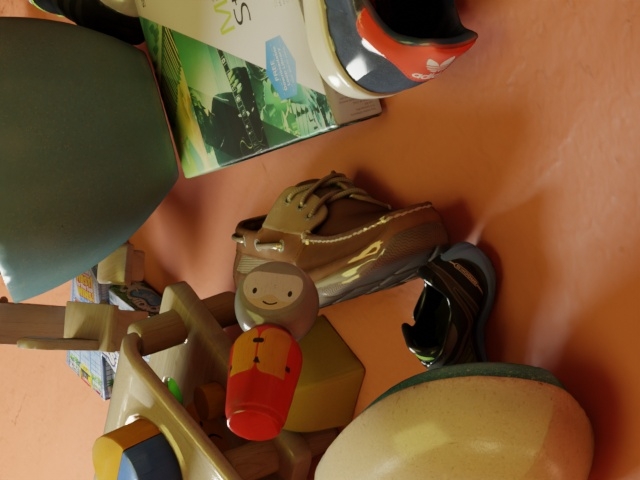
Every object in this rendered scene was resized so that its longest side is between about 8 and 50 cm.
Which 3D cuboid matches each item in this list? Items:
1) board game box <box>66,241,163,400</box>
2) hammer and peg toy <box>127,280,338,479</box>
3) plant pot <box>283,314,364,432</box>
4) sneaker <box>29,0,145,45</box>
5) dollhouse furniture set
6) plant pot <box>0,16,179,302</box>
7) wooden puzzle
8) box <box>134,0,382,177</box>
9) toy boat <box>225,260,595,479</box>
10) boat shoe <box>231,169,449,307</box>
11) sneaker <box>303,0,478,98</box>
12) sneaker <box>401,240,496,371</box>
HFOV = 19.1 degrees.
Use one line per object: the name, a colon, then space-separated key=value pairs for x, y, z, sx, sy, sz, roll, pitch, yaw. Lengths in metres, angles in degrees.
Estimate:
board game box: x=-0.230 y=0.092 z=2.181 sx=0.194 sy=0.060 sz=0.194 roll=34 pitch=133 yaw=49
hammer and peg toy: x=-0.112 y=0.250 z=1.994 sx=0.266 sy=0.127 sz=0.361 roll=50 pitch=143 yaw=32
plant pot: x=-0.020 y=0.136 z=1.821 sx=0.081 sy=0.083 sz=0.081 roll=51 pitch=144 yaw=34
sneaker: x=-0.239 y=-0.239 z=2.005 sx=0.234 sy=0.084 sz=0.097 roll=8 pitch=113 yaw=58
dollhouse furniture set: x=-0.337 y=-0.062 z=2.101 sx=0.303 sy=0.173 sz=0.356 roll=4 pitch=89 yaw=42
plant pot: x=-0.253 y=-0.101 z=1.919 sx=0.290 sy=0.195 sz=0.290 roll=165 pitch=90 yaw=-84
wooden puzzle: x=-0.149 y=0.315 z=1.882 sx=0.348 sy=0.080 sz=0.322 roll=51 pitch=144 yaw=31
box: x=-0.072 y=-0.195 z=1.770 sx=0.322 sy=0.058 sz=0.232 roll=-14 pitch=92 yaw=62
toy boat: x=0.062 y=0.138 z=1.519 sx=0.267 sy=0.318 sz=0.148 roll=-37 pitch=32 yaw=43
boat shoe: x=0.000 y=0.000 z=1.688 sx=0.324 sy=0.123 sz=0.116 roll=-20 pitch=85 yaw=59
sneaker: x=0.039 y=-0.290 z=1.483 sx=0.148 sy=0.131 sz=0.350 roll=-9 pitch=102 yaw=53
sneaker: x=0.102 y=0.090 z=1.597 sx=0.067 sy=0.078 sz=0.188 roll=37 pitch=136 yaw=46
